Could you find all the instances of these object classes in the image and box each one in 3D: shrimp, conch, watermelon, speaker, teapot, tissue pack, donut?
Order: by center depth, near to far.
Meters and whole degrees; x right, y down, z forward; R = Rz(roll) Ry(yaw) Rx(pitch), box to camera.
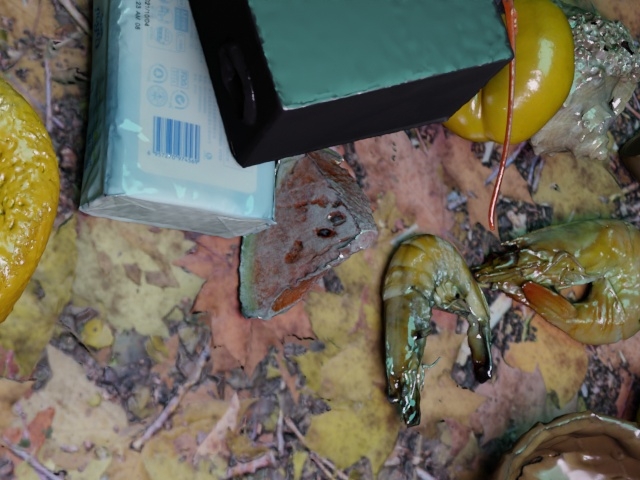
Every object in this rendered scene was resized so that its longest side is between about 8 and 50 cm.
[{"bbox_3d":[-0.337,-0.038,1.127,0.277,0.108,0.278,10,70,-30],"label":"donut"},{"bbox_3d":[0.007,-0.225,1.239,0.232,0.184,0.254,-15,82,-19],"label":"speaker"},{"bbox_3d":[-0.132,-0.142,1.307,0.177,0.089,0.263,11,68,-31],"label":"tissue pack"},{"bbox_3d":[0.000,0.000,1.326,0.071,0.139,0.187,27,77,-47],"label":"watermelon"},{"bbox_3d":[0.124,0.099,1.424,0.150,0.051,0.217,26,59,-32],"label":"shrimp"},{"bbox_3d":[0.279,0.045,1.534,0.267,0.061,0.145,3,83,-35],"label":"shrimp"},{"bbox_3d":[0.284,-0.203,1.586,0.245,0.163,0.178,63,17,17],"label":"conch"},{"bbox_3d":[0.409,-0.097,1.655,0.068,0.076,0.121,57,24,-18],"label":"teapot"}]

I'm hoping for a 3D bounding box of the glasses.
[{"bbox_3d":[0.086,-0.143,1.375,0.234,0.118,0.269,-5,72,9],"label":"glasses"}]

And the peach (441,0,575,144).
[{"bbox_3d":[0.189,-0.186,1.479,0.103,0.179,0.179,25,61,-52],"label":"peach"}]

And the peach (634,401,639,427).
[{"bbox_3d":[0.454,0.224,1.502,0.231,0.231,0.231,10,70,-30],"label":"peach"}]

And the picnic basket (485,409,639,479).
[{"bbox_3d":[0.315,0.299,1.284,0.337,0.337,0.293,47,56,-12],"label":"picnic basket"}]
